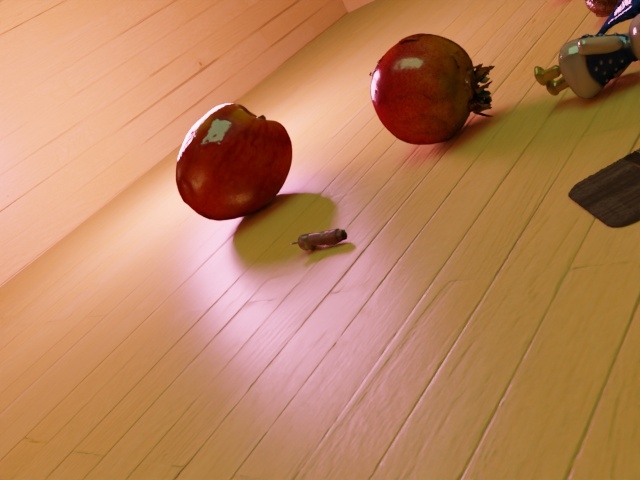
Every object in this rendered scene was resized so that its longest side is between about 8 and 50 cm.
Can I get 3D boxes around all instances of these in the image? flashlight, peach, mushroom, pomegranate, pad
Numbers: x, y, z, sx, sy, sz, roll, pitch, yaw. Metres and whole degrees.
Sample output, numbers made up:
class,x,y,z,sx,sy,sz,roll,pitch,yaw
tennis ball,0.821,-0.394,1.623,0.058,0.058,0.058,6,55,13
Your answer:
class,x,y,z,sx,sy,sz,roll,pitch,yaw
flashlight,0.000,0.000,1.334,0.110,0.031,0.052,-9,4,39
peach,-0.196,-0.169,1.736,0.238,0.280,0.281,28,50,17
mushroom,0.607,-0.510,1.576,0.126,0.085,0.109,-48,25,-25
pomegranate,0.211,-0.287,1.460,0.235,0.210,0.210,3,31,16
pad,0.437,-0.092,0.868,0.250,0.055,0.323,-29,2,6

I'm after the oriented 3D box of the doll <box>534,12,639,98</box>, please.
class,x,y,z,sx,sy,sz,roll,pitch,yaw
doll,0.489,-0.307,1.221,0.293,0.138,0.119,-17,65,42

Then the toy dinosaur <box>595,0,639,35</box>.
class,x,y,z,sx,sy,sz,roll,pitch,yaw
toy dinosaur,0.551,-0.409,1.231,0.144,0.076,0.329,-37,0,-33
